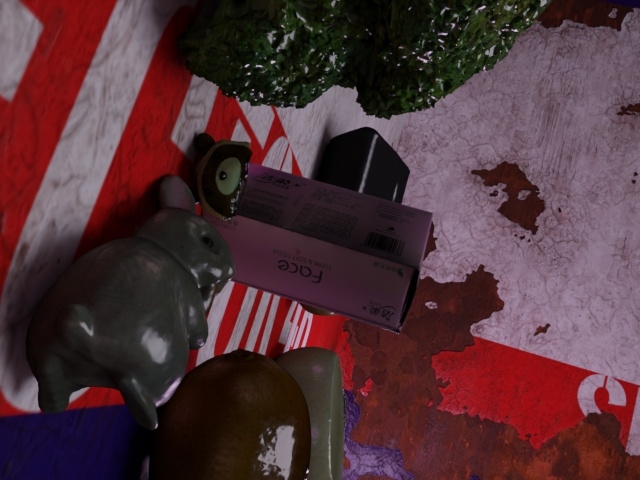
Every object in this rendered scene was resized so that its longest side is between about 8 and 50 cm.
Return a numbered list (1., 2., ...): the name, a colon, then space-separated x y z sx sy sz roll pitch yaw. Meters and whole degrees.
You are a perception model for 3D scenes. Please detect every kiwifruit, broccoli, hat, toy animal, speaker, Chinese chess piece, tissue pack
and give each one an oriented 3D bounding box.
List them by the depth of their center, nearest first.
1. toy animal: -0.123 0.026 0.474 0.138 0.108 0.236 96 13 -45
2. broccoli: 0.065 -0.282 0.519 0.413 0.310 0.321 -40 178 23
3. hat: -0.102 -0.064 0.608 0.076 0.059 0.077 -92 -162 -64
4. kiwifruit: -0.104 0.244 0.722 0.196 0.196 0.234 -9 108 -80
5. tissue pack: 0.000 0.000 0.726 0.148 0.246 0.092 -59 163 -58
6. Chinese chess piece: -0.029 0.408 1.335 0.349 0.146 0.349 -2 90 -82
7. speaker: 0.070 -0.128 1.360 0.388 0.184 0.180 19 86 -70

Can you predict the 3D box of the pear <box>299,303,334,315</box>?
1. pear: 0.017 0.091 1.341 0.167 0.136 0.167 21 90 -79
